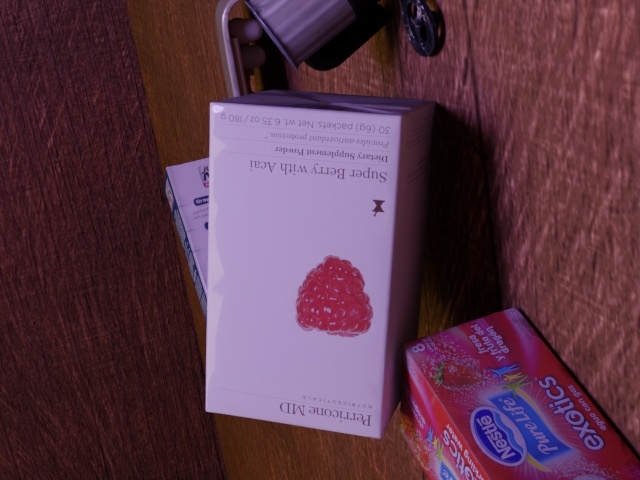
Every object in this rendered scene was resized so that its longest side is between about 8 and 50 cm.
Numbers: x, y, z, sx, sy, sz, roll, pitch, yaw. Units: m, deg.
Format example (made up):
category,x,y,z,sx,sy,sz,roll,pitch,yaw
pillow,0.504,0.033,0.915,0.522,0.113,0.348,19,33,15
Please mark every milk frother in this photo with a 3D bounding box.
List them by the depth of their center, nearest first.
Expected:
category,x,y,z,sx,sy,sz,roll,pitch,yaw
milk frother,0.025,-0.212,0.899,0.129,0.135,0.143,48,-174,-38

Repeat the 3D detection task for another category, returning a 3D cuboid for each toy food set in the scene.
category,x,y,z,sx,sy,sz,roll,pitch,yaw
toy food set,-0.088,-0.222,1.378,0.219,0.092,0.306,-118,19,-71

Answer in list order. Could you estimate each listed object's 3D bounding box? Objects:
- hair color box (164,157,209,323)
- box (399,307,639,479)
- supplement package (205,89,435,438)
category,x,y,z,sx,sy,sz,roll,pitch,yaw
hair color box,-0.126,0.031,1.542,0.105,0.174,0.347,123,130,-70
box,0.175,0.197,0.800,0.257,0.123,0.128,-122,22,-44
supplement package,0.003,0.012,0.895,0.175,0.178,0.292,-40,-46,-70
